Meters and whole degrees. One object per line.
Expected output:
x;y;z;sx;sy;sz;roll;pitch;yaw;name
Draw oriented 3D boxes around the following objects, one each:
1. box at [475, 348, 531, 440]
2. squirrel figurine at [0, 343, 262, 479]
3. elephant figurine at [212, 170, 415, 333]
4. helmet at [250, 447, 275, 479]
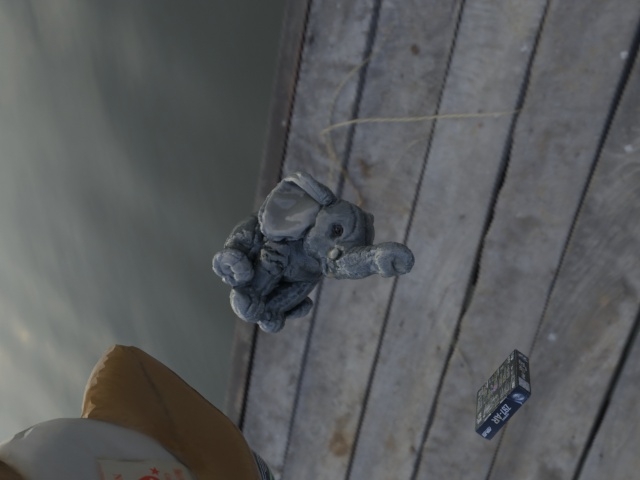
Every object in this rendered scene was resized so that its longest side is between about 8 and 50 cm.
0.183;0.154;0.937;0.018;0.083;0.067;35;110;-2;box
-0.156;0.327;0.630;0.397;0.281;0.370;31;110;14;squirrel figurine
0.000;0.000;1.151;0.239;0.169;0.186;-33;83;24;elephant figurine
-0.144;0.379;1.387;0.169;0.161;0.169;24;151;15;helmet
